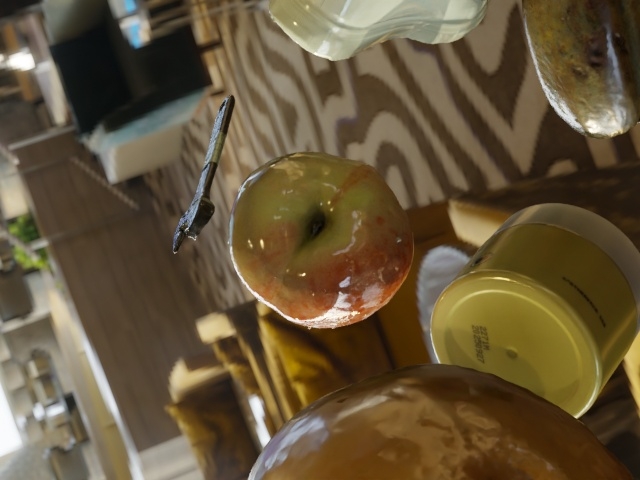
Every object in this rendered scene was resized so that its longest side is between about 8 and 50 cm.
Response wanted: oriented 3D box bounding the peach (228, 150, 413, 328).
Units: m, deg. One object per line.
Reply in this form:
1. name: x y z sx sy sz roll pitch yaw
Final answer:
1. peach: 0.000 0.000 1.391 0.232 0.233 0.232 160 90 -74

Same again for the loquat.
1. loquat: 0.079 0.205 0.807 0.284 0.276 0.276 -106 1 -74

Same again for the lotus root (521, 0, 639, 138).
1. lotus root: 0.271 -0.210 1.181 0.123 0.124 0.241 12 133 45

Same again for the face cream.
1. face cream: 0.267 0.090 1.438 0.218 0.179 0.218 19 127 26

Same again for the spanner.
1. spanner: -0.157 -0.100 1.646 0.087 0.024 0.315 -49 21 36

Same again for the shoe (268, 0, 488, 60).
1. shoe: 0.098 -0.290 1.214 0.132 0.363 0.160 46 124 13
